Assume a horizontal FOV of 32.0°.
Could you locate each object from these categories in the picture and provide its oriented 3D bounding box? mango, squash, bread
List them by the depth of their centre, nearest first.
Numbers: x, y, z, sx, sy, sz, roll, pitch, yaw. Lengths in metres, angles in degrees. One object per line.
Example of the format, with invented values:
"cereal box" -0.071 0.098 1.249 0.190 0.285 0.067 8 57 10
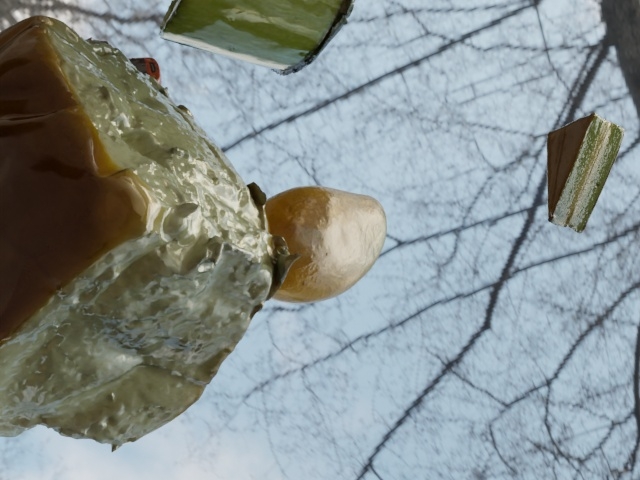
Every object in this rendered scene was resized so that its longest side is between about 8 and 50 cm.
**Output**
"bread" -0.201 -0.008 0.854 0.250 0.225 0.279 -49 -125 19
"squash" -0.058 -0.252 0.907 0.133 0.220 0.220 9 -127 -24
"mango" 0.000 0.000 0.965 0.066 0.187 0.101 -26 -96 43
"bread" 0.360 -0.089 1.513 0.084 0.074 0.139 -22 -125 49

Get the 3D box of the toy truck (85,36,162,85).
"toy truck" -0.265 -0.176 1.604 0.114 0.252 0.107 -18 -145 -2
